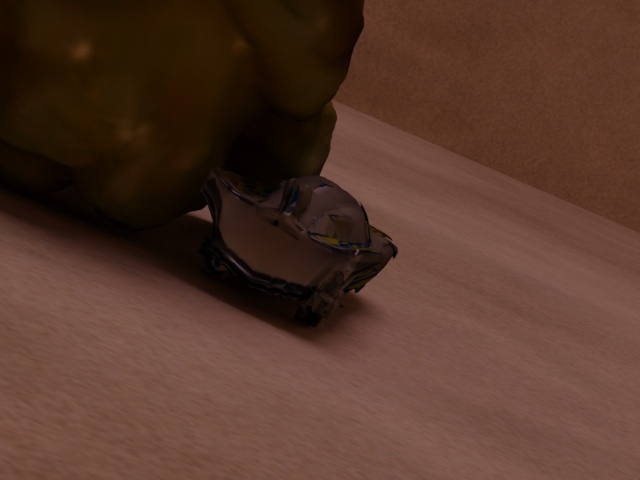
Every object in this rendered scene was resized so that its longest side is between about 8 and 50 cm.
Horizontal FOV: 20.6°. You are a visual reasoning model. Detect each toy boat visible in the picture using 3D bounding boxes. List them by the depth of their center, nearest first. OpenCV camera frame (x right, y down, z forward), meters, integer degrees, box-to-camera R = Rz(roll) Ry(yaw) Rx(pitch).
[{"bbox_3d":[0.000,0.000,0.886,0.084,0.066,0.210,26,7,13],"label":"toy boat"}]

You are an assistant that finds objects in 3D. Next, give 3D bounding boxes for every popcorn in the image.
[{"bbox_3d":[-0.101,-0.156,0.906,0.290,0.321,0.326,10,33,-16],"label":"popcorn"}]
